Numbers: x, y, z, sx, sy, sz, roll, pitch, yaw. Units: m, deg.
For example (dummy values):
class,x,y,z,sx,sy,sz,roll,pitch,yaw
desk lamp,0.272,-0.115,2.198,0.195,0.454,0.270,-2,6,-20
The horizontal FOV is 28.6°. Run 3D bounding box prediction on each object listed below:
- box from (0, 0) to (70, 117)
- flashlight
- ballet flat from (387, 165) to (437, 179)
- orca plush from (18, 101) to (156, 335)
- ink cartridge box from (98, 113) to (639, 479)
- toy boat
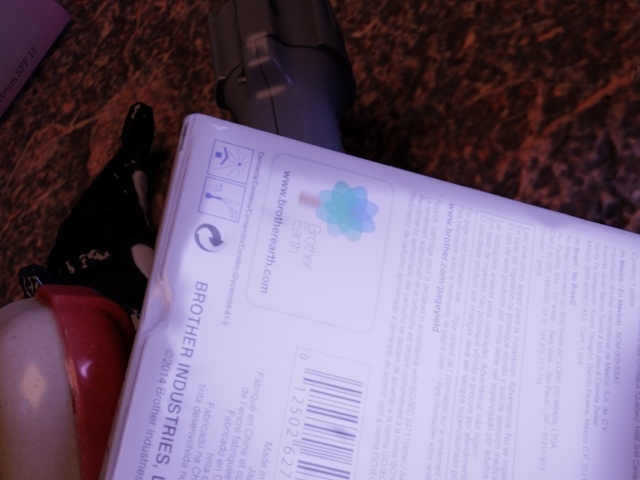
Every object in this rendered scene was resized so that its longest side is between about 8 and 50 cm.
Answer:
class,x,y,z,sx,sy,sz,roll,pitch,yaw
box,-0.339,-0.194,0.971,0.127,0.232,0.148,26,80,44
flashlight,0.000,0.000,0.664,0.103,0.103,0.304,-50,40,43
ballet flat,0.063,-0.004,0.685,0.057,0.049,0.173,-53,44,-1
orca plush,-0.132,0.027,0.771,0.151,0.102,0.287,-16,54,27
ink cartridge box,0.073,0.074,0.530,0.311,0.065,0.185,13,62,-7
toy boat,-0.086,0.133,0.634,0.151,0.151,0.231,-167,71,-70
